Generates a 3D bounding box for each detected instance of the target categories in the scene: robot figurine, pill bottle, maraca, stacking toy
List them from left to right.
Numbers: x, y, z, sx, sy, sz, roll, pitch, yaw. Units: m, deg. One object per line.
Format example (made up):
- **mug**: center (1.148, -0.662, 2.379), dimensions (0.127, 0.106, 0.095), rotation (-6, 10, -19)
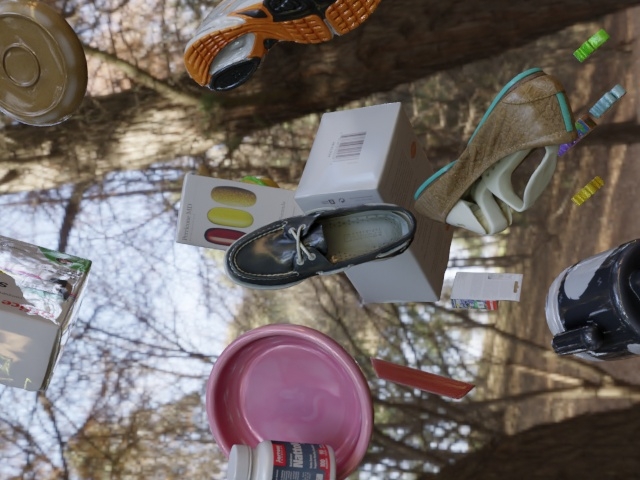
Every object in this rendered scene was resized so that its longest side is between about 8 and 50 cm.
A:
- **maraca**: center (-0.134, -0.073, 1.729), dimensions (0.099, 0.127, 0.186), rotation (-39, -11, -27)
- **pill bottle**: center (-0.071, 0.414, 1.415), dimensions (0.108, 0.180, 0.108), rotation (-172, 90, -76)
- **stacking toy**: center (0.388, -0.171, 1.133), dimensions (0.052, 0.221, 0.167), rotation (-31, -103, -40)
- **robot figurine**: center (0.469, 0.093, 1.220), dimensions (0.278, 0.209, 0.174), rotation (139, 135, -67)

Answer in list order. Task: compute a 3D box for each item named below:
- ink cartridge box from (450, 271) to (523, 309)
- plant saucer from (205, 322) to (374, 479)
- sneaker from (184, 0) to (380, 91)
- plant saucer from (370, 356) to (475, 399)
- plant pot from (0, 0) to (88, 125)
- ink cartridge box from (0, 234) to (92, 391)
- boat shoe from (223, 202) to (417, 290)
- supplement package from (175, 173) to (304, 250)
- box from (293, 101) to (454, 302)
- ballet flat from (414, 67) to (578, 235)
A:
- **ink cartridge box**: center (0.281, 0.085, 1.332), dimensions (0.029, 0.115, 0.063), rotation (69, -149, -43)
- **plant saucer**: center (-0.054, 0.315, 1.512), dimensions (0.084, 0.332, 0.332), rotation (-26, -70, -72)
- **sneaker**: center (-0.046, -0.283, 0.924), dimensions (0.099, 0.262, 0.121), rotation (51, -152, -41)
- **plant saucer**: center (0.248, 0.353, 2.004), dimensions (0.259, 0.258, 0.048), rotation (68, -143, -78)
- **plant pot**: center (-0.533, -0.316, 1.424), dimensions (0.032, 0.236, 0.236), rotation (-58, -42, -61)
- **ink cartridge box**: center (-0.494, 0.103, 1.258), dimensions (0.278, 0.201, 0.117), rotation (-108, 37, -69)
- **boat shoe**: center (0.000, 0.000, 1.212), dimensions (0.091, 0.302, 0.114), rotation (123, 130, -75)
- **supplement package**: center (-0.155, -0.044, 1.550), dimensions (0.134, 0.244, 0.139), rotation (-172, 90, -79)
- **box**: center (0.119, -0.061, 1.526), dimensions (0.345, 0.168, 0.215), rotation (56, -139, -42)
- **ballet flat**: center (0.230, -0.083, 1.050), dimensions (0.116, 0.342, 0.124), rotation (-21, -107, -29)
